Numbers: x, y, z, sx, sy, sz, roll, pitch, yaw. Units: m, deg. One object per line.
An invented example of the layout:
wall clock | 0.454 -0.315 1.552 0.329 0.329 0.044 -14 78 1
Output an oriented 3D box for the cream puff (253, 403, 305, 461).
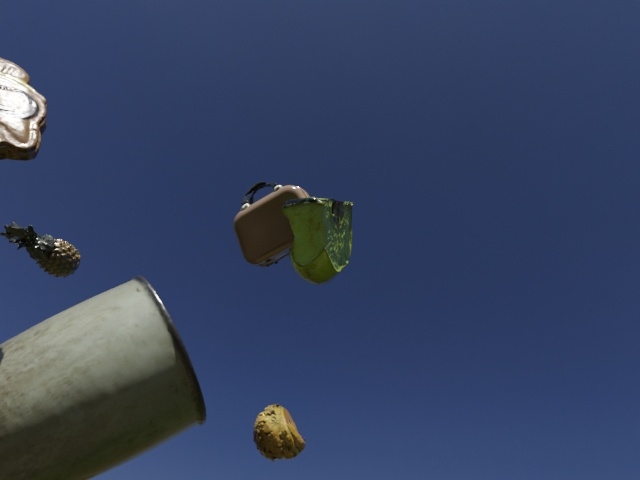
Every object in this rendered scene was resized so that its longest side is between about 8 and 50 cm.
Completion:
cream puff | -0.100 0.436 1.042 0.104 0.119 0.133 -33 -50 -3

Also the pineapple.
pineapple | -0.828 0.023 1.373 0.125 0.125 0.251 -2 -23 9

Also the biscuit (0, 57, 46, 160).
biscuit | -0.509 -0.196 0.660 0.209 0.290 0.041 8 -47 -29

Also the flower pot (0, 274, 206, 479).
flower pot | -0.398 0.247 0.762 0.330 0.293 0.293 -22 -38 -32

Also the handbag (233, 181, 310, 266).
handbag | -0.161 -0.078 1.629 0.302 0.149 0.283 -30 -99 10

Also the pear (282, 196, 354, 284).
pear | 0.000 0.000 1.399 0.164 0.238 0.255 -4 -89 27
